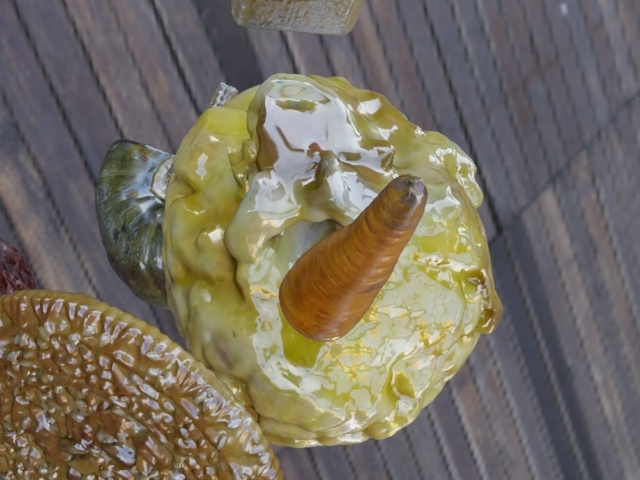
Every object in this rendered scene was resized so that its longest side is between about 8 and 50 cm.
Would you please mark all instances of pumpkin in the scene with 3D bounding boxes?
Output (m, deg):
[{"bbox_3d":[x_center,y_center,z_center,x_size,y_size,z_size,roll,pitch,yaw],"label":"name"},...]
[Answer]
[{"bbox_3d":[-0.202,-0.007,1.870,0.242,0.325,0.232,25,84,-61],"label":"pumpkin"}]

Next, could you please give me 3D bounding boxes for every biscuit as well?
[{"bbox_3d":[-0.157,0.162,0.929,0.038,0.305,0.305,-51,125,-43],"label":"biscuit"}]

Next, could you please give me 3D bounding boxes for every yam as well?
[{"bbox_3d":[-0.149,-0.138,1.564,0.032,0.032,0.145,43,69,-39],"label":"yam"}]

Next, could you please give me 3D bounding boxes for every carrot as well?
[{"bbox_3d":[0.024,0.006,0.782,0.061,0.256,0.061,6,65,-14],"label":"carrot"}]

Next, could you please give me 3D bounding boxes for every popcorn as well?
[{"bbox_3d":[0.001,0.020,1.322,0.344,0.354,0.390,0,100,-32],"label":"popcorn"}]

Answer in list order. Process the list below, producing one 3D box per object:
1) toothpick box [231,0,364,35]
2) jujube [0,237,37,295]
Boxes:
[{"bbox_3d":[-0.003,-0.369,1.306,0.190,0.308,0.187,2,64,-14],"label":"toothpick box"},{"bbox_3d":[-0.372,0.082,1.219,0.243,0.183,0.183,-81,148,-57],"label":"jujube"}]
